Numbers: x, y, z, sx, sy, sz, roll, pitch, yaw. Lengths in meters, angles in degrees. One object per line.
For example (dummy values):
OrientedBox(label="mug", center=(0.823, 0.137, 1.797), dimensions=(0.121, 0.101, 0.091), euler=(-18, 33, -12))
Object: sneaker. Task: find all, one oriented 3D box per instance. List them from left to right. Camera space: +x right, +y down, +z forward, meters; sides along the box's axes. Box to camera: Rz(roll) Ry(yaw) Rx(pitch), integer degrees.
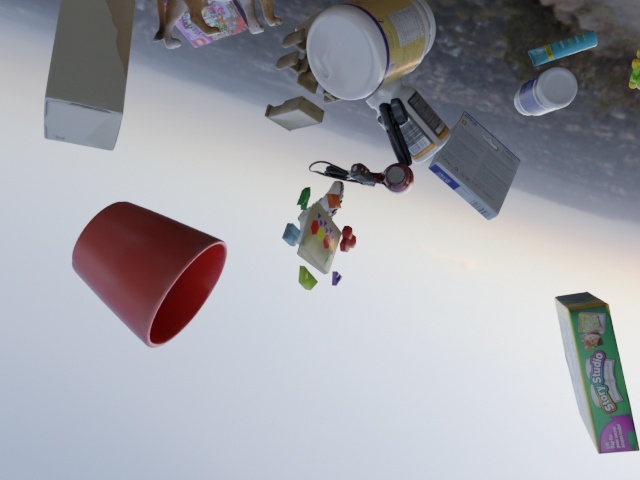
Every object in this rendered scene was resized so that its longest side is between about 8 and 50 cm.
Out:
OrientedBox(label="sneaker", center=(-0.012, -0.092, 1.979), dimensions=(0.118, 0.292, 0.110), euler=(32, -160, 9))

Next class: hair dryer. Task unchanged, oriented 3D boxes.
OrientedBox(label="hair dryer", center=(0.139, -0.175, 1.451), dimensions=(0.293, 0.080, 0.223), euler=(12, -176, -36))

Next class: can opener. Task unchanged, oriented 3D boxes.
OrientedBox(label="can opener", center=(0.200, -0.280, 1.482), dimensions=(0.059, 0.186, 0.073), euler=(-21, -171, -37))

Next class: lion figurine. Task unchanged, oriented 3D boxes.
OrientedBox(label="lion figurine", center=(-0.229, -0.589, 1.264), dimensions=(0.392, 0.240, 0.142), euler=(-25, -163, -34))

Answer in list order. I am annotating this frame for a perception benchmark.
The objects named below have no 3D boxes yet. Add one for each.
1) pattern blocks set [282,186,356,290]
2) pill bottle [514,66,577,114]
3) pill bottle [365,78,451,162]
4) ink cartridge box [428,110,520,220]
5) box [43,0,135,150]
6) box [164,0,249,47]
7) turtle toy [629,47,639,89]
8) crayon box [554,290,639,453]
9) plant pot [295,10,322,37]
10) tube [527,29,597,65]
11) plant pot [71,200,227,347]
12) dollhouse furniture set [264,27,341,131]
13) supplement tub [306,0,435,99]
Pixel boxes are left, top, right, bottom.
OrientedBox(label="pattern blocks set", center=(0.000, 0.000, 1.525), dimensions=(0.026, 0.285, 0.325), euler=(5, 145, 30))
OrientedBox(label="pill bottle", center=(0.868, -0.572, 2.180), dimensions=(0.153, 0.153, 0.264), euler=(17, -178, -4))
OrientedBox(label="pill bottle", center=(0.290, -0.406, 1.857), dimensions=(0.278, 0.162, 0.162), euler=(47, -172, -11))
OrientedBox(label="ink cartridge box", center=(0.613, -0.297, 2.201), dimensions=(0.324, 0.330, 0.071), euler=(39, 146, -8))
OrientedBox(label="box", center=(-0.410, -0.336, 1.002), dimensions=(0.121, 0.311, 0.148), euler=(8, 159, -25))
OrientedBox(label="box", center=(-0.362, -0.721, 1.754), dimensions=(0.200, 0.057, 0.293), euler=(-16, 173, 8))
OrientedBox(label="turtle toy", center=(0.922, -0.479, 1.589), dimensions=(0.066, 0.130, 0.095), euler=(17, 150, 32))
OrientedBox(label="crayon box", center=(0.735, 0.336, 1.504), dimensions=(0.106, 0.363, 0.313), euler=(-12, 177, 16))
OrientedBox(label="plant pot", center=(-0.014, -0.706, 1.934), dimensions=(0.096, 0.109, 0.109), euler=(56, 180, 1))
OrientedBox(label="tube", center=(0.811, -0.644, 1.871), dimensions=(0.207, 0.080, 0.052), euler=(-15, 138, 17))
OrientedBox(label="plant pot", center=(-0.379, 0.055, 1.219), dimensions=(0.243, 0.275, 0.275), euler=(31, -165, 10))
OrientedBox(label="dollhouse furniture set", center=(-0.055, -0.477, 1.717), dimensions=(0.212, 0.242, 0.161), euler=(25, 164, -39))
OrientedBox(label="supplement tub", center=(0.147, -0.543, 1.523), dimensions=(0.241, 0.241, 0.331), euler=(25, -137, 28))
